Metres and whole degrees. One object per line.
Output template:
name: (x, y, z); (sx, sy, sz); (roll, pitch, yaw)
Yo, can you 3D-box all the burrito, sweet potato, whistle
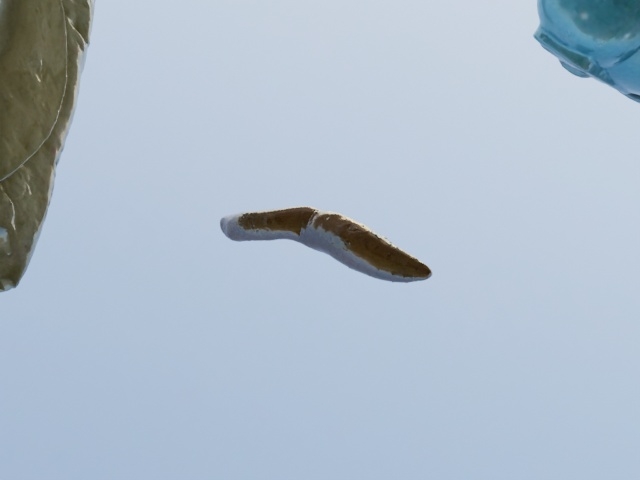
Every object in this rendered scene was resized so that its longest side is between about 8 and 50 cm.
burrito: (-0.191, -0.099, 1.194); (0.082, 0.059, 0.275); (29, -124, -35)
sweet potato: (0.002, -0.003, 1.419); (0.179, 0.044, 0.044); (17, -130, 23)
whistle: (0.194, -0.121, 1.094); (0.186, 0.093, 0.274); (39, -169, 26)
